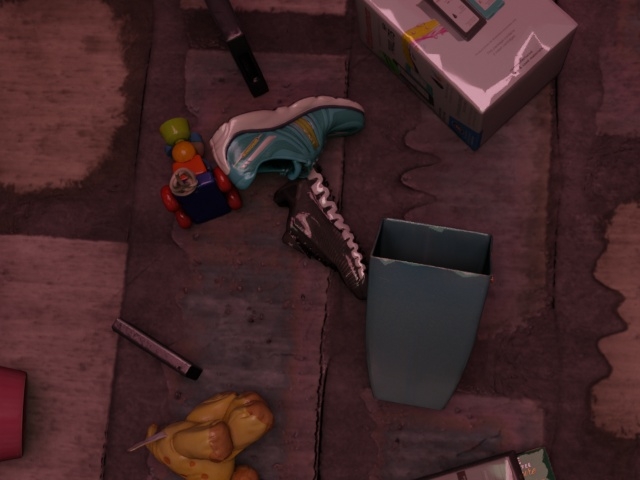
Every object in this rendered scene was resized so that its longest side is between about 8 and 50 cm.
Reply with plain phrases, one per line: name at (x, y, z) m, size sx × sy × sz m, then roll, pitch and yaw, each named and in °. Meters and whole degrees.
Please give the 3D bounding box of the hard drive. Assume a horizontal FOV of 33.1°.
hard drive at (-0.246, 0.165, 1.626) m, size 0.135 × 0.094 × 0.022 m, roll 31°, pitch 83°, yaw 10°

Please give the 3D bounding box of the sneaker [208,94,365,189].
sneaker at (-0.042, -0.145, 1.634) m, size 0.275 × 0.107 × 0.110 m, roll -21°, pitch 78°, yaw -34°

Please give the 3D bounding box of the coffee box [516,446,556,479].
coffee box at (0.301, 0.402, 1.564) m, size 0.113 × 0.040 × 0.184 m, roll -19°, pitch 78°, yaw 2°

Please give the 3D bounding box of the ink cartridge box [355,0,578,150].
ink cartridge box at (0.215, -0.318, 1.642) m, size 0.197 × 0.198 × 0.270 m, roll -43°, pitch 78°, yaw -4°

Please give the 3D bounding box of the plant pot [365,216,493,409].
plant pot at (0.145, 0.113, 1.549) m, size 0.166 × 0.165 × 0.234 m, roll 10°, pitch 111°, yaw 6°

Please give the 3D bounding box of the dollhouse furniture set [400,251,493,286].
dollhouse furniture set at (0.188, 0.038, 1.659) m, size 0.152 × 0.058 × 0.076 m, roll 8°, pitch 70°, yaw -14°

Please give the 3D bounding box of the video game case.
video game case at (-0.166, -0.380, 1.656) m, size 0.035 × 0.248 × 0.274 m, roll -26°, pitch 77°, yaw 0°

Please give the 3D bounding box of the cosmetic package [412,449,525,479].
cosmetic package at (0.178, 0.390, 1.519) m, size 0.238 × 0.107 × 0.127 m, roll -21°, pitch 80°, yaw 12°

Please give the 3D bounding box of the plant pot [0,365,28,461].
plant pot at (-0.529, 0.256, 1.589) m, size 0.180 × 0.201 × 0.201 m, roll 2°, pitch 78°, yaw -12°

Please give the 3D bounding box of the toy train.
toy train at (-0.202, -0.123, 1.609) m, size 0.105 × 0.248 × 0.143 m, roll -21°, pitch 73°, yaw 0°

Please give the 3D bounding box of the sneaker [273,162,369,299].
sneaker at (0.000, 0.000, 1.656) m, size 0.106 × 0.078 × 0.234 m, roll -27°, pitch 74°, yaw 1°

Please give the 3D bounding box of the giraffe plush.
giraffe plush at (-0.152, 0.335, 1.563) m, size 0.210 × 0.181 × 0.170 m, roll -22°, pitch 99°, yaw -11°
